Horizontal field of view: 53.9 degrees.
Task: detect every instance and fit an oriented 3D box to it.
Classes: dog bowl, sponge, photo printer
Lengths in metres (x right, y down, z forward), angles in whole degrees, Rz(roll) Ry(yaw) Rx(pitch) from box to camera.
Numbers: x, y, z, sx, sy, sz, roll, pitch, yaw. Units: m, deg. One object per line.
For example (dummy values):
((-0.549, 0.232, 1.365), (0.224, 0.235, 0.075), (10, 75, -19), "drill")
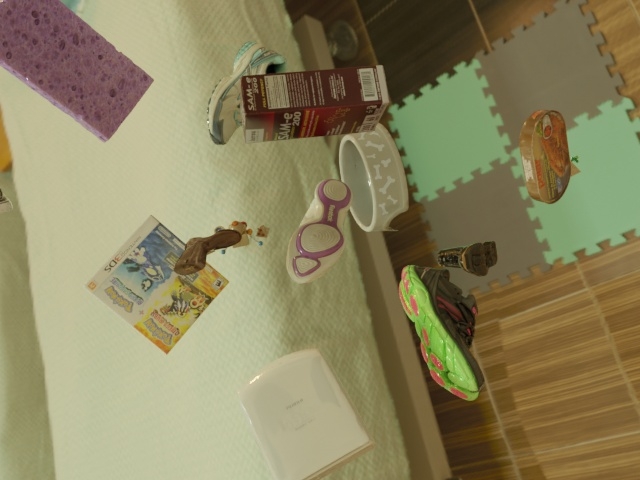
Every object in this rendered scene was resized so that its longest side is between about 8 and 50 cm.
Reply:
((0.154, -0.185, 1.949), (0.349, 0.102, 0.348), (166, 90, -78), "dog bowl")
((-0.346, -0.244, 0.861), (0.031, 0.210, 0.117), (2, 57, 57), "sponge")
((-0.047, 0.429, 1.551), (0.256, 0.107, 0.307), (-27, 60, -8), "photo printer")

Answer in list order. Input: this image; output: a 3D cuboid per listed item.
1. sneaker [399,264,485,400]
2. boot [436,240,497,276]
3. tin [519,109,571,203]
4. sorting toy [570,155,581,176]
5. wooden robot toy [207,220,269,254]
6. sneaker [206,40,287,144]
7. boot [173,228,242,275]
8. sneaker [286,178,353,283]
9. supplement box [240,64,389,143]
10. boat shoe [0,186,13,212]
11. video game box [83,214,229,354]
((0.376, 0.234, 1.816), (0.482, 0.202, 0.185), (-106, 12, -46), "sneaker")
((0.315, 0.046, 1.447), (0.137, 0.198, 0.076), (-6, 88, 31), "boot")
((0.431, -0.159, 1.208), (0.040, 0.106, 0.189), (17, 136, 47), "tin")
((0.611, -0.181, 1.555), (0.083, 0.012, 0.062), (-26, 53, -7), "sorting toy")
((-0.209, -0.024, 1.514), (0.079, 0.173, 0.076), (84, 171, -53), "wooden robot toy")
((-0.168, -0.341, 1.471), (0.122, 0.110, 0.283), (19, 72, 12), "sneaker")
((-0.194, 0.022, 1.096), (0.106, 0.114, 0.037), (-13, 111, 6), "boot")
((0.000, 0.000, 1.424), (0.114, 0.305, 0.152), (22, 136, 2), "sneaker")
((-0.015, -0.231, 1.080), (0.130, 0.240, 0.073), (116, 146, -76), "supplement box")
((-0.723, -0.106, 1.352), (0.228, 0.080, 0.076), (23, 126, 53), "boat shoe")
((-0.314, 0.085, 1.216), (0.187, 0.205, 0.048), (-51, 8, -14), "video game box")
